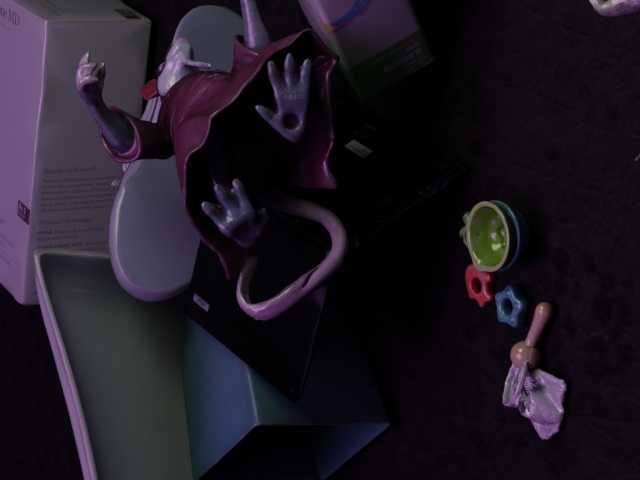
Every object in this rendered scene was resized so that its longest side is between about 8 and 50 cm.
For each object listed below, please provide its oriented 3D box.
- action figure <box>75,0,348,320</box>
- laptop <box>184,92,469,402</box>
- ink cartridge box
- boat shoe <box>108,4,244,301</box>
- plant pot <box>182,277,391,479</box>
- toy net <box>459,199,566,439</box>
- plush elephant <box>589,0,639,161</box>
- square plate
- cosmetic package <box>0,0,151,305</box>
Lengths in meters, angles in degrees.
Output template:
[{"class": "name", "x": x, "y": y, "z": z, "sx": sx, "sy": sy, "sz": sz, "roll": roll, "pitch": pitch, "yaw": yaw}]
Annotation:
[{"class": "action figure", "x": -0.084, "y": -0.120, "z": 1.929, "sx": 0.275, "sy": 0.248, "sz": 0.370, "roll": 61, "pitch": 169, "yaw": -19}, {"class": "laptop", "x": 0.000, "y": 0.000, "z": 1.970, "sx": 0.234, "sy": 0.264, "sz": 0.136, "roll": 35, "pitch": 153, "yaw": 48}, {"class": "ink cartridge box", "x": 0.017, "y": -0.267, "z": 1.860, "sx": 0.212, "sy": 0.093, "sz": 0.154, "roll": 60, "pitch": -179, "yaw": -44}, {"class": "boat shoe", "x": -0.170, "y": -0.082, "z": 2.175, "sx": 0.156, "sy": 0.136, "sz": 0.367, "roll": 130, "pitch": 152, "yaw": -61}, {"class": "plant pot", "x": -0.055, "y": 0.126, "z": 2.092, "sx": 0.166, "sy": 0.165, "sz": 0.234, "roll": -46, "pitch": 50, "yaw": 50}, {"class": "toy net", "x": 0.175, "y": 0.080, "z": 1.837, "sx": 0.122, "sy": 0.045, "sz": 0.232, "roll": -18, "pitch": 81, "yaw": 56}, {"class": "plush elephant", "x": 0.340, "y": -0.188, "z": 1.396, "sx": 0.330, "sy": 0.272, "sz": 0.255, "roll": -49, "pitch": 8, "yaw": 10}, {"class": "square plate", "x": -0.172, "y": 0.183, "z": 2.117, "sx": 0.049, "sy": 0.344, "sz": 0.347, "roll": -24, "pitch": 74, "yaw": 31}, {"class": "cosmetic package", "x": -0.345, "y": -0.133, "z": 2.481, "sx": 0.217, "sy": 0.156, "sz": 0.385, "roll": 32, "pitch": 122, "yaw": 52}]
